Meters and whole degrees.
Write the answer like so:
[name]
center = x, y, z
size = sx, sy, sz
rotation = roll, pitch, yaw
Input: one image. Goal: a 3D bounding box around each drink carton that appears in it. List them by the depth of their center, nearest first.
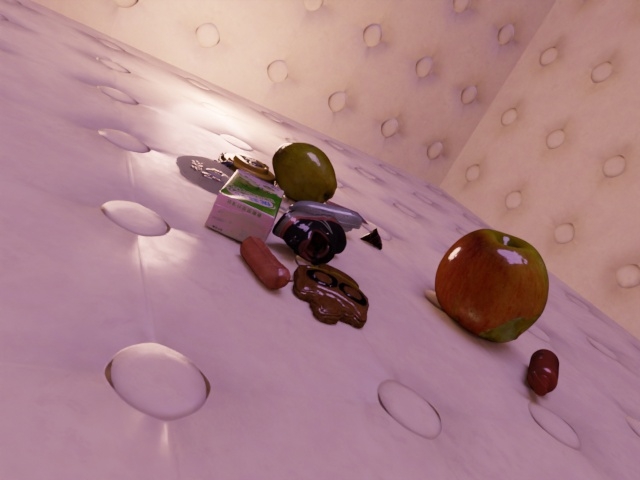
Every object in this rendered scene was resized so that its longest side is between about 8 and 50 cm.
[drink carton]
center = -0.194, -0.088, 1.372
size = 0.161, 0.108, 0.271
rotation = 25, 20, -7

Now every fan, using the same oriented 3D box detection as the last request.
[fan]
center = -0.261, -0.173, 1.611
size = 0.415, 0.012, 0.233
rotation = 24, 27, -17

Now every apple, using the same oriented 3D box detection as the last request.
[apple]
center = 0.533, 0.133, 1.568
size = 0.340, 0.339, 0.339
rotation = 26, 18, -10

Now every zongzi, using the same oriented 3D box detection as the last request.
[zongzi]
center = 0.194, -0.016, 1.820
size = 0.083, 0.073, 0.067
rotation = 19, 39, -25

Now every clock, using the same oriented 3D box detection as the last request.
[clock]
center = -0.254, -0.264, 1.832
size = 0.237, 0.057, 0.237
rotation = 25, 19, -9

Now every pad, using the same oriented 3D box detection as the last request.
[pad]
center = 0.104, -0.116, 2.055
size = 0.188, 0.006, 0.113
rotation = 19, 20, -34

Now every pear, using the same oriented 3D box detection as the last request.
[pear]
center = -0.059, -0.243, 1.825
size = 0.269, 0.212, 0.212
rotation = 46, 22, 14

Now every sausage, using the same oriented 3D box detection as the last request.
[sausage]
center = -0.124, 0.058, 1.166
size = 0.065, 0.065, 0.169
rotation = 11, 25, -44

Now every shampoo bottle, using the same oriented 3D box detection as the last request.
[shampoo bottle]
center = 0.617, 0.371, 1.404
size = 0.085, 0.085, 0.244
rotation = 37, 18, 20

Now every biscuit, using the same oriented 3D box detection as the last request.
[biscuit]
center = 0.028, 0.124, 1.250
size = 0.209, 0.041, 0.290
rotation = 28, 18, -2

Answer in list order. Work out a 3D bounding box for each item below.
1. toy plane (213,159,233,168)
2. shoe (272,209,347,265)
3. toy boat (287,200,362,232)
[toy plane]
center = -0.337, -0.257, 1.717
size = 0.083, 0.031, 0.078
rotation = 0, 30, -19
[shoe]
center = 0.000, 0.000, 1.409
size = 0.291, 0.114, 0.137
rotation = 12, 30, -53
[toy boat]
center = 0.012, -0.080, 1.727
size = 0.261, 0.085, 0.078
rotation = 12, 22, -15
